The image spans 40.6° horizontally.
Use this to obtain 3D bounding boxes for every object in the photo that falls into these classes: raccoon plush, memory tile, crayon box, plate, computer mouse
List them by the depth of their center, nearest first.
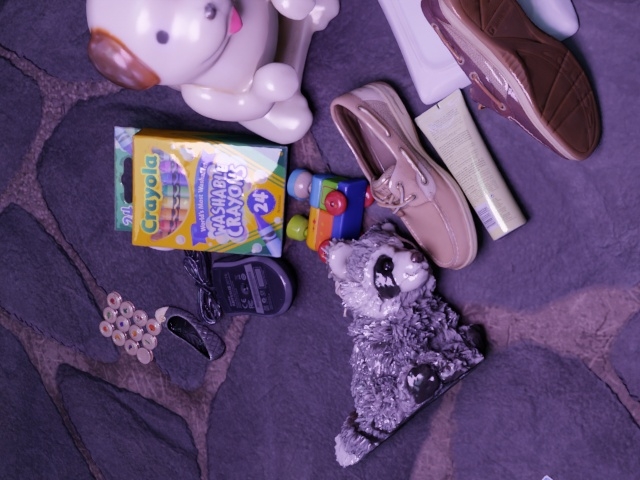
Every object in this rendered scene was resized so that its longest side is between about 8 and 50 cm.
[{"bbox_3d":[0.215,-0.386,1.329,0.278,0.045,0.277,-23,92,31],"label":"plate"},{"bbox_3d":[0.066,0.181,1.484,0.299,0.216,0.446,52,121,15],"label":"raccoon plush"},{"bbox_3d":[-0.221,-0.088,1.551,0.322,0.083,0.203,5,108,2],"label":"crayon box"},{"bbox_3d":[-0.139,0.073,1.638,0.272,0.072,0.189,1,107,41],"label":"computer mouse"},{"bbox_3d":[-0.406,0.186,1.839,0.148,0.012,0.113,30,116,17],"label":"memory tile"}]

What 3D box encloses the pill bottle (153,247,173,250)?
[{"bbox_3d":[-0.288,-0.073,1.656,0.094,0.094,0.169,33,117,17],"label":"pill bottle"}]

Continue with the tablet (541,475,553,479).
[{"bbox_3d":[0.405,0.445,1.480,0.083,0.006,0.054,38,118,13],"label":"tablet"}]

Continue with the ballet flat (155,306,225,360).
[{"bbox_3d":[-0.266,0.184,1.741,0.173,0.049,0.058,29,115,19],"label":"ballet flat"}]

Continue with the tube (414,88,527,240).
[{"bbox_3d":[0.246,-0.117,1.384,0.070,0.062,0.240,-29,83,-10],"label":"tube"}]

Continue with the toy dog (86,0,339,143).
[{"bbox_3d":[-0.184,-0.337,1.306,0.395,0.408,0.285,25,100,13],"label":"toy dog"}]

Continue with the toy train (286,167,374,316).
[{"bbox_3d":[0.000,0.000,1.525,0.143,0.105,0.248,21,113,33],"label":"toy train"}]

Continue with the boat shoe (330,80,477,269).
[{"bbox_3d":[0.128,-0.092,1.402,0.341,0.110,0.121,59,142,7],"label":"boat shoe"}]

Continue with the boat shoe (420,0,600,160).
[{"bbox_3d":[0.276,-0.248,1.277,0.342,0.123,0.123,42,159,-17],"label":"boat shoe"}]
